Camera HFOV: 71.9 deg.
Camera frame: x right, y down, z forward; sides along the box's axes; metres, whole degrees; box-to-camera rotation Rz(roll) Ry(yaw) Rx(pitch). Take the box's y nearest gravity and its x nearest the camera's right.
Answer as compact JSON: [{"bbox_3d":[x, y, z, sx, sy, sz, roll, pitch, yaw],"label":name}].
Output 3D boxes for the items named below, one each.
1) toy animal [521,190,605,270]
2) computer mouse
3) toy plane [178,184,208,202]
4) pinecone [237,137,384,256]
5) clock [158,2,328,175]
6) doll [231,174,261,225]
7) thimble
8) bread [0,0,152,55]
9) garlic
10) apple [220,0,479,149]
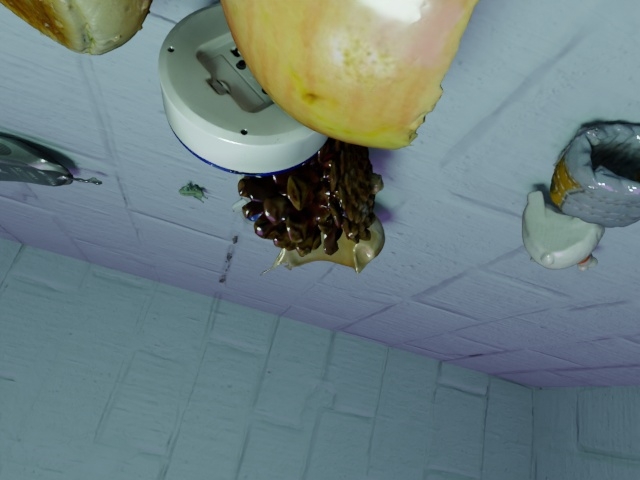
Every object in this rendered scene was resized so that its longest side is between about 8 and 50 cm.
[{"bbox_3d":[0.472,-0.012,0.862,0.140,0.138,0.282,9,-178,33],"label":"toy animal"},{"bbox_3d":[-0.763,-0.206,1.149,0.379,0.090,0.167,11,164,-11],"label":"computer mouse"},{"bbox_3d":[-0.336,-0.128,1.156,0.083,0.033,0.080,13,160,21],"label":"toy plane"},{"bbox_3d":[-0.023,-0.086,0.770,0.264,0.264,0.264,12,158,5],"label":"pinecone"},{"bbox_3d":[-0.088,-0.200,0.572,0.230,0.230,0.083,15,157,-3],"label":"clock"},{"bbox_3d":[-0.128,-0.102,0.986,0.138,0.119,0.293,-9,162,-16],"label":"doll"},{"bbox_3d":[0.435,-0.097,0.654,0.151,0.127,0.118,9,156,8],"label":"thimble"},{"bbox_3d":[-0.291,-0.333,0.420,0.305,0.159,0.305,34,168,8],"label":"bread"},{"bbox_3d":[-0.002,-0.010,1.043,0.338,0.196,0.151,-5,136,43],"label":"garlic"},{"bbox_3d":[0.036,-0.262,0.403,0.314,0.252,0.309,51,167,10],"label":"apple"}]
